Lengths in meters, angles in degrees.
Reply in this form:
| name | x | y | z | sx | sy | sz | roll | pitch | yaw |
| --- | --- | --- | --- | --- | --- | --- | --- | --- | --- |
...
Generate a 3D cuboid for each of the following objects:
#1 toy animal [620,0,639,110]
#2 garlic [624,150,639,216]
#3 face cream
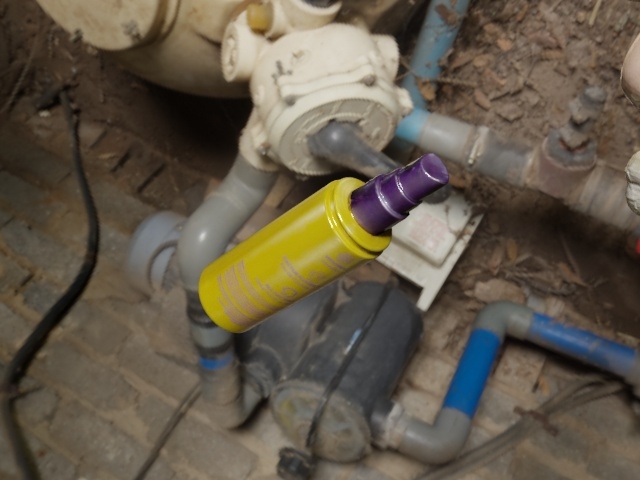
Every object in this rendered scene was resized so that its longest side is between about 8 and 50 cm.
| name | x | y | z | sx | sy | sz | roll | pitch | yaw |
| --- | --- | --- | --- | --- | --- | --- | --- | --- | --- |
| toy animal | 0.481 | -0.256 | 1.049 | 0.165 | 0.248 | 0.149 | 29 | 154 | -14 |
| garlic | 0.385 | -0.052 | 0.896 | 0.113 | 0.094 | 0.074 | 38 | 123 | -10 |
| face cream | 0.000 | 0.000 | 0.719 | 0.273 | 0.078 | 0.078 | -32 | 106 | 36 |
